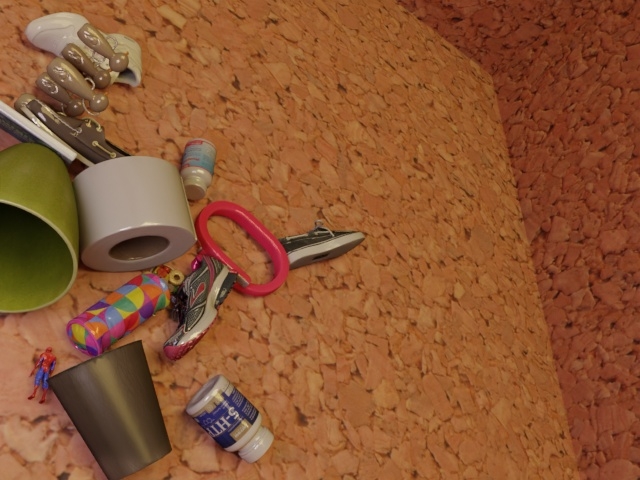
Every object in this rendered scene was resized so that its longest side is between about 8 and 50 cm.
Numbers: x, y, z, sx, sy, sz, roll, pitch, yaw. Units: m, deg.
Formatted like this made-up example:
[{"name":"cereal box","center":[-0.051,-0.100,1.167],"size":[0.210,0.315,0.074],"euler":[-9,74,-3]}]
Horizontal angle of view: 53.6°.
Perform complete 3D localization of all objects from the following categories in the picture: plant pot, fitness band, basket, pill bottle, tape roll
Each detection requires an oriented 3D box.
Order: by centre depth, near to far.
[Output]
[{"name":"basket","center":[-0.392,0.334,1.235],"size":[0.204,0.154,0.226],"euler":[-19,82,-56]},{"name":"plant pot","center":[-0.593,-0.057,1.241],"size":[0.275,0.275,0.293],"euler":[30,30,-28]},{"name":"tape roll","center":[-0.413,-0.053,1.398],"size":[0.246,0.246,0.169],"euler":[2,63,-44]},{"name":"pill bottle","center":[-0.196,0.400,1.407],"size":[0.186,0.112,0.112],"euler":[47,40,-9]},{"name":"fitness band","center":[-0.210,0.021,1.691],"size":[0.291,0.054,0.209],"euler":[45,39,-5]},{"name":"pill bottle","center":[-0.329,-0.190,1.696],"size":[0.087,0.087,0.160],"euler":[26,47,-30]}]

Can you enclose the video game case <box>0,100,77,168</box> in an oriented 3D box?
[{"name":"video game case","center":[-0.623,-0.223,1.372],"size":[0.190,0.173,0.022],"euler":[38,71,-20]}]

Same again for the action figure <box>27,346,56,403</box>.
[{"name":"action figure","center":[-0.539,0.257,1.230],"size":[0.038,0.030,0.115],"euler":[32,40,-33]}]

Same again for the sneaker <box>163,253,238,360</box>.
[{"name":"sneaker","center":[-0.298,0.155,1.477],"size":[0.112,0.121,0.299],"euler":[35,36,-12]}]

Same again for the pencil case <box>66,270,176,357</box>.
[{"name":"pencil case","center":[-0.424,0.158,1.359],"size":[0.104,0.104,0.236],"euler":[55,40,-1]}]

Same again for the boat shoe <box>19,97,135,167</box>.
[{"name":"boat shoe","center":[-0.522,-0.221,1.444],"size":[0.324,0.096,0.117],"euler":[43,-3,-39]}]

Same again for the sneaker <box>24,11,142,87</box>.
[{"name":"sneaker","center":[-0.588,-0.479,1.615],"size":[0.305,0.114,0.152],"euler":[6,59,-42]}]

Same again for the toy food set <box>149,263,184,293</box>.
[{"name":"toy food set","center":[-0.370,0.092,1.515],"size":[0.083,0.020,0.082],"euler":[41,42,-17]}]

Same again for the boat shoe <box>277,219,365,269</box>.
[{"name":"boat shoe","center":[-0.002,0.002,1.875],"size":[0.307,0.113,0.104],"euler":[-17,70,-33]}]

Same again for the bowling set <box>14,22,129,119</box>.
[{"name":"bowling set","center":[-0.575,-0.378,1.522],"size":[0.154,0.287,0.200],"euler":[42,8,-25]}]
